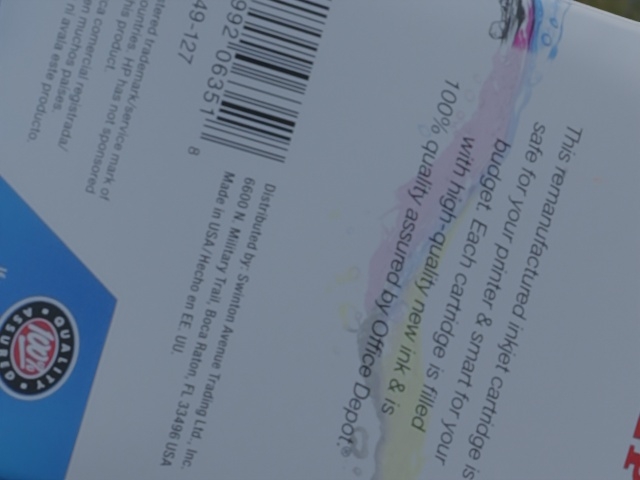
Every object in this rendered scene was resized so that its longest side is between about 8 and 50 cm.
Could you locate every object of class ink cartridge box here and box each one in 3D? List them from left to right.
[{"bbox_3d":[0.000,0.000,0.507,0.232,0.171,0.168,17,1,-12],"label":"ink cartridge box"}]
